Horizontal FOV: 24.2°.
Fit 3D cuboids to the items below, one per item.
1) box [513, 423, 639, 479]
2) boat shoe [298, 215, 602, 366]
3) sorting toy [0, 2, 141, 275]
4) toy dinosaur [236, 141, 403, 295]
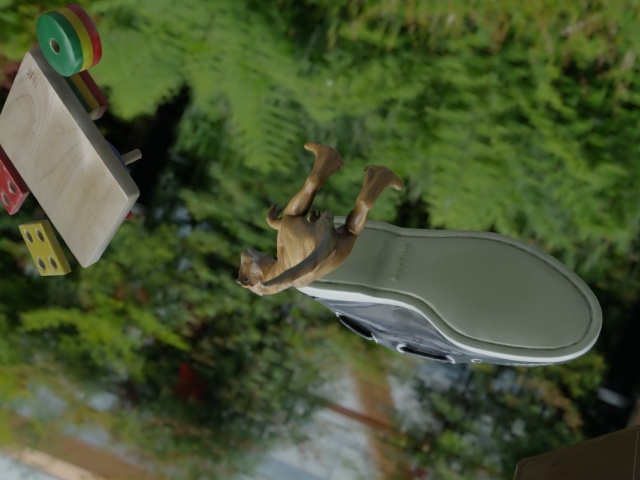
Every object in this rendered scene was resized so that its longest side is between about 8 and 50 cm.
[{"bbox_3d":[0.220,0.198,0.810,0.203,0.167,0.168,-20,-166,21],"label":"box"},{"bbox_3d":[0.125,0.066,1.490,0.340,0.127,0.113,9,151,26],"label":"boat shoe"},{"bbox_3d":[-0.183,-0.062,1.126,0.132,0.046,0.274,55,148,8],"label":"sorting toy"},{"bbox_3d":[0.000,0.000,0.872,0.064,0.112,0.211,28,169,-6],"label":"toy dinosaur"}]
